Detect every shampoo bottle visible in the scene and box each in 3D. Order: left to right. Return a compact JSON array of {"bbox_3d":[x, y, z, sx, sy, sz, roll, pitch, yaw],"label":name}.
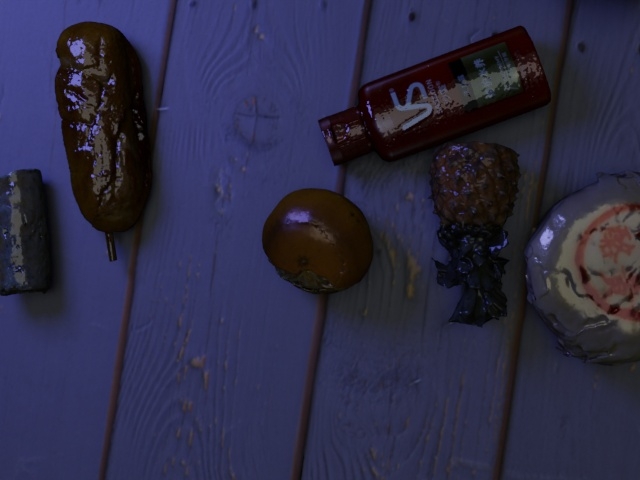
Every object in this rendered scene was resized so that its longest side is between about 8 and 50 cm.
[{"bbox_3d":[0.154,-0.190,1.141,0.314,0.076,0.118,-20,91,3],"label":"shampoo bottle"}]

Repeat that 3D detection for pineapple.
[{"bbox_3d":[0.207,-0.009,1.117,0.128,0.128,0.248,1,92,4],"label":"pineapple"}]

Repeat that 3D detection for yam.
[{"bbox_3d":[-0.429,-0.010,1.178,0.078,0.078,0.179,-5,90,4],"label":"yam"}]

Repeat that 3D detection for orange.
[{"bbox_3d":[0.000,0.000,1.130,0.156,0.134,0.157,17,129,23],"label":"orange"}]

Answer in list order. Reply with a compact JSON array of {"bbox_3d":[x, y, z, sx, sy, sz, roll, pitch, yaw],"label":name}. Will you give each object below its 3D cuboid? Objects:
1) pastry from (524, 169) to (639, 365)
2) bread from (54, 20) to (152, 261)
[{"bbox_3d":[0.395,0.038,1.098,0.264,0.133,0.265,0,91,8],"label":"pastry"},{"bbox_3d":[-0.309,-0.142,1.168,0.124,0.084,0.344,-6,89,4],"label":"bread"}]
